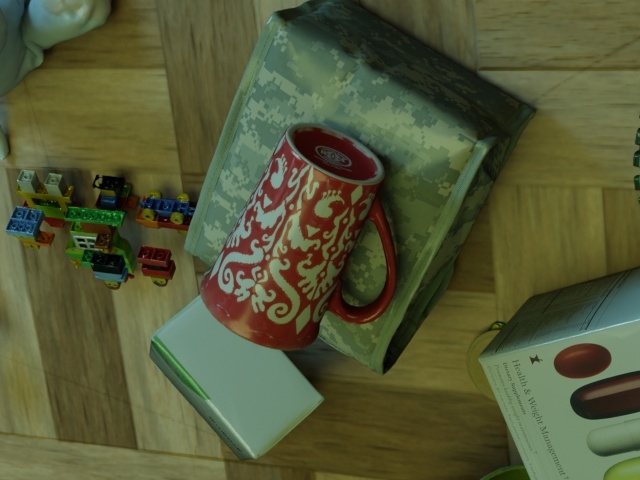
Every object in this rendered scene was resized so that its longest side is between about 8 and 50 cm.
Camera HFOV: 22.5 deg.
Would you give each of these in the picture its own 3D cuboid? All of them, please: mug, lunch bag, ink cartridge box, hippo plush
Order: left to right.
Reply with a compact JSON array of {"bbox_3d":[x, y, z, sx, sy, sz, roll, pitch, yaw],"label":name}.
[{"bbox_3d":[-0.381,-0.217,1.573,0.234,0.236,0.294,47,123,2],"label":"hippo plush"},{"bbox_3d":[-0.089,0.134,1.593,0.154,0.093,0.212,48,168,2],"label":"ink cartridge box"},{"bbox_3d":[-0.006,-0.006,1.377,0.113,0.150,0.169,53,128,41],"label":"mug"},{"bbox_3d":[0.025,-0.045,1.485,0.235,0.169,0.287,32,117,11],"label":"lunch bag"}]

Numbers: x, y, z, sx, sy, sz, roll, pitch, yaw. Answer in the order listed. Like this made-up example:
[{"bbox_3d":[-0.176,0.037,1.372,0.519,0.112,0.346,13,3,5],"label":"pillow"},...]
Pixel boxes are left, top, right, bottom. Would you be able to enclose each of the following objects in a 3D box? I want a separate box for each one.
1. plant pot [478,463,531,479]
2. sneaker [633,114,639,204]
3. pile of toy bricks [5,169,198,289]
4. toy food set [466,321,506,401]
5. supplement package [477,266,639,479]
[{"bbox_3d":[0.137,0.392,1.580,0.274,0.275,0.293,53,138,-2],"label":"plant pot"},{"bbox_3d":[0.357,-0.148,1.295,0.146,0.134,0.343,28,120,13],"label":"sneaker"},{"bbox_3d":[-0.223,0.004,1.679,0.212,0.118,0.105,8,147,14],"label":"pile of toy bricks"},{"bbox_3d":[0.183,0.123,1.563,0.083,0.020,0.082,35,122,10],"label":"toy food set"},{"bbox_3d":[0.287,0.138,1.441,0.203,0.149,0.194,-18,102,32],"label":"supplement package"}]
